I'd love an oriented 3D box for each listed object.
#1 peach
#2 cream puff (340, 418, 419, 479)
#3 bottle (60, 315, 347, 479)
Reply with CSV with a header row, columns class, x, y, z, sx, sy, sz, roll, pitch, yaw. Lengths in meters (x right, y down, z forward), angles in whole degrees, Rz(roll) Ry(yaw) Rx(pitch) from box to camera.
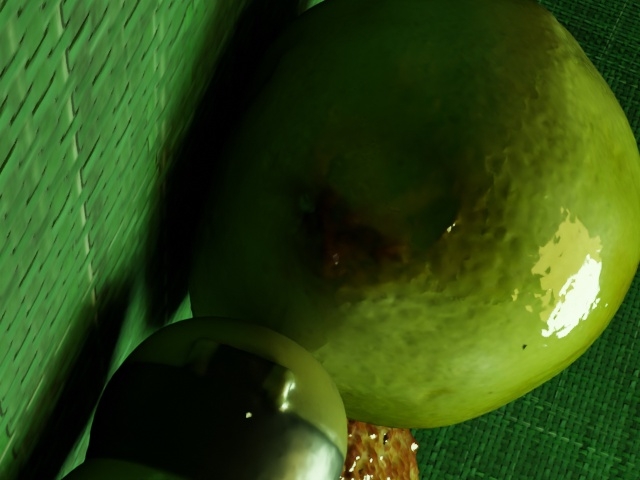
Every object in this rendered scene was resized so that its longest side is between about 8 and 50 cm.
class,x,y,z,sx,sy,sz,roll,pitch,yaw
peach,0.068,-0.020,0.961,0.314,0.282,0.315,-62,166,-14
cream puff,-0.037,0.233,1.198,0.350,0.229,0.350,23,90,-84
bottle,-0.092,0.207,0.779,0.171,0.172,0.351,100,13,-66
